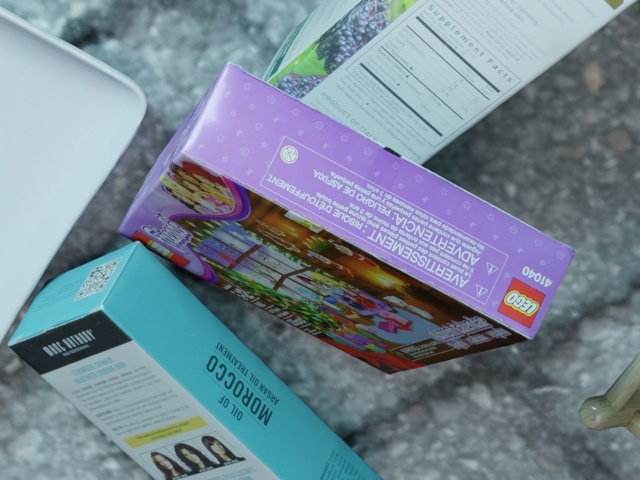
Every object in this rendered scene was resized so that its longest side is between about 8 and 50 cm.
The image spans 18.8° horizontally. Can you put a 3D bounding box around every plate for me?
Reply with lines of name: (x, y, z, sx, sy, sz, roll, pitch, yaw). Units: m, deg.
plate: (-0.283, -0.065, 1.214, 0.278, 0.045, 0.277, 31, 118, -9)

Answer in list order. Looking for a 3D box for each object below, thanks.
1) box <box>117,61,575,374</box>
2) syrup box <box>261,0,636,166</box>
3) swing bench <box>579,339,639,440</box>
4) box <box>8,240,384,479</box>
box: (0.000, 0.000, 1.090, 0.201, 0.293, 0.057, 28, 78, -7)
syrup box: (0.073, -0.125, 1.072, 0.096, 0.093, 0.237, 40, 131, -14)
swing bench: (0.314, 0.029, 1.083, 0.165, 0.254, 0.253, 42, 118, 12)
box: (-0.077, 0.112, 1.244, 0.100, 0.060, 0.244, -21, 122, 42)
